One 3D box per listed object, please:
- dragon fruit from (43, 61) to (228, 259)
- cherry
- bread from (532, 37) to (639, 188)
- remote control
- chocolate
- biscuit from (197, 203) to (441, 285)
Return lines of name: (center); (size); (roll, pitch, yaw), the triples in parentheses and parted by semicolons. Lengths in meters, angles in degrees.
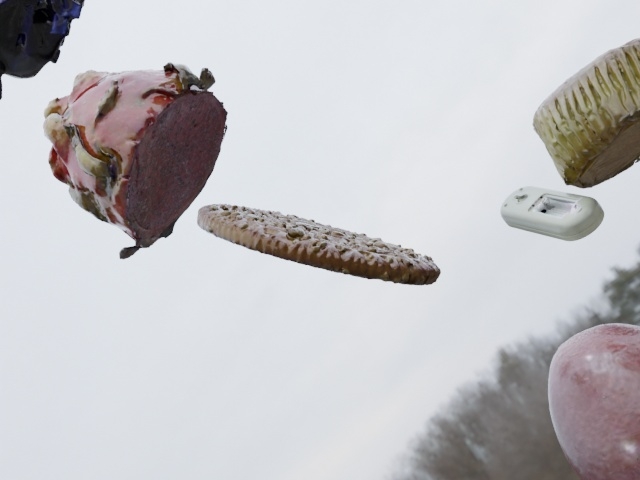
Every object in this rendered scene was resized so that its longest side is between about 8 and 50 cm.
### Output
dragon fruit: (-0.349, -0.173, 1.915); (0.314, 0.263, 0.296); (-56, -21, -16)
cherry: (0.425, 0.233, 1.458); (0.213, 0.285, 0.236); (-40, -11, 29)
bread: (0.462, -0.200, 1.748); (0.227, 0.142, 0.253); (-2, -32, -40)
remote control: (0.359, -0.046, 1.769); (0.078, 0.042, 0.221); (-45, 25, -12)
chocolate: (-0.287, -0.302, 1.199); (0.148, 0.126, 0.343); (32, -106, -67)
biscuit: (0.000, 0.000, 1.359); (0.305, 0.305, 0.038); (3, -78, -65)
